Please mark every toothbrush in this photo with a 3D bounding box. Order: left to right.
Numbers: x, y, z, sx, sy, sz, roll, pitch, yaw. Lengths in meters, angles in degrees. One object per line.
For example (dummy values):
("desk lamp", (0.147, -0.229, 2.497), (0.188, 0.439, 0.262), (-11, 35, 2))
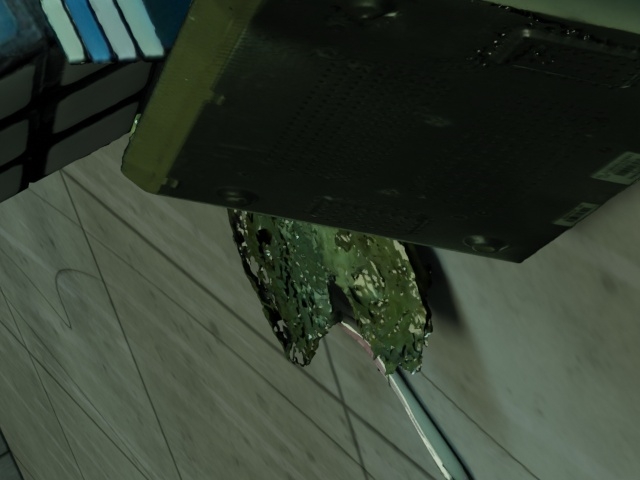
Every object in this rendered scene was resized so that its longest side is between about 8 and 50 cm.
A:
("toothbrush", (0.032, 0.074, 1.073), (0.204, 0.022, 0.017), (55, 169, 11))

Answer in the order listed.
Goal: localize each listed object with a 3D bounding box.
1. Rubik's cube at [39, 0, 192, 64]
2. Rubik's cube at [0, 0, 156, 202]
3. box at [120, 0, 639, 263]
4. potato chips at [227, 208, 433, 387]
("Rubik's cube", (-0.063, -0.178, 0.756), (0.154, 0.151, 0.155), (8, 125, 64))
("Rubik's cube", (-0.302, -0.177, 1.125), (0.305, 0.301, 0.304), (57, 161, 5))
("box", (0.042, -0.054, 0.642), (0.270, 0.211, 0.045), (136, 143, -68))
("potato chips", (-0.004, 0.001, 1.014), (0.220, 0.029, 0.202), (20, 124, 58))
